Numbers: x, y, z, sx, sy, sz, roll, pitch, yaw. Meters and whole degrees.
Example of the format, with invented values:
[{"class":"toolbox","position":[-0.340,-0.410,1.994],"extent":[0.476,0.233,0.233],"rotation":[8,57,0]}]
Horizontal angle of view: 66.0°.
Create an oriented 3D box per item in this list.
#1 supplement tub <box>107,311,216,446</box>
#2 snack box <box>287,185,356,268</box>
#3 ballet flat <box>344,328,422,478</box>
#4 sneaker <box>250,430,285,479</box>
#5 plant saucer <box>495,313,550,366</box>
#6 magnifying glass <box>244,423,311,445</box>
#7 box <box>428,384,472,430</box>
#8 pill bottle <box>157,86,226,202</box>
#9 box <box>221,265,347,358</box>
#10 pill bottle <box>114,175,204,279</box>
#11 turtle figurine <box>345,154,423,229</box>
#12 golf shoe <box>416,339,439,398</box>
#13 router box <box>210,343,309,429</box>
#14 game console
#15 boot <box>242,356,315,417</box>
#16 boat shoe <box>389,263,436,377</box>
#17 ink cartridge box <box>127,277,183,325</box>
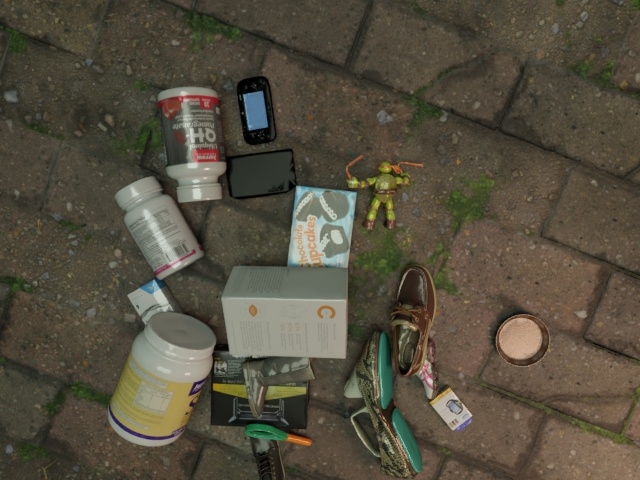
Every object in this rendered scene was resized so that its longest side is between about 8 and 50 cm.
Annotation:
[{"class":"supplement tub","position":[-0.465,0.405,1.464],"extent":[0.241,0.241,0.331],"rotation":[25,103,-1]},{"class":"snack box","position":[0.000,0.000,1.524],"extent":[0.187,0.060,0.322],"rotation":[6,95,1]},{"class":"ballet flat","position":[0.170,0.519,1.530],"extent":[0.182,0.164,0.483],"rotation":[-14,96,23]},{"class":"sneaker","position":[-0.169,0.697,1.559],"extent":[0.083,0.118,0.222],"rotation":[-21,94,3]},{"class":"plant saucer","position":[0.633,0.312,1.552],"extent":[0.168,0.029,0.168],"rotation":[0,96,1]},{"class":"magnifying glass","position":[-0.131,0.614,1.549],"extent":[0.231,0.026,0.092],"rotation":[23,140,-27]},{"class":"box","position":[0.420,0.541,1.578],"extent":[0.081,0.028,0.136],"rotation":[-39,95,4]},{"class":"pill bottle","position":[-0.372,-0.275,1.452],"extent":[0.176,0.176,0.318],"rotation":[-6,95,2]},{"class":"box","position":[-0.093,0.207,1.447],"extent":[0.345,0.168,0.215],"rotation":[1,120,4]},{"class":"pill bottle","position":[-0.485,-0.039,1.483],"extent":[0.160,0.160,0.283],"rotation":[-29,93,4]},{"class":"turtle figurine","position":[0.199,-0.145,1.477],"extent":[0.269,0.087,0.217],"rotation":[-7,110,-27]},{"class":"golf shoe","position":[0.327,0.406,1.553],"extent":[0.086,0.067,0.186],"rotation":[-8,87,21]},{"class":"router box","position":[-0.188,0.460,1.558],"extent":[0.309,0.081,0.243],"rotation":[3,95,1]},{"class":"game console","position":[-0.199,-0.314,1.511],"extent":[0.213,0.044,0.361],"rotation":[-8,94,2]},{"class":"boot","position":[-0.119,0.425,1.483],"extent":[0.208,0.076,0.190],"rotation":[-10,96,-5]},{"class":"boat shoe","position":[0.271,0.241,1.483],"extent":[0.123,0.123,0.342],"rotation":[8,89,24]},{"class":"ink cartridge box","position":[-0.510,0.218,1.555],"extent":[0.104,0.060,0.180],"rotation":[-30,94,3]}]
